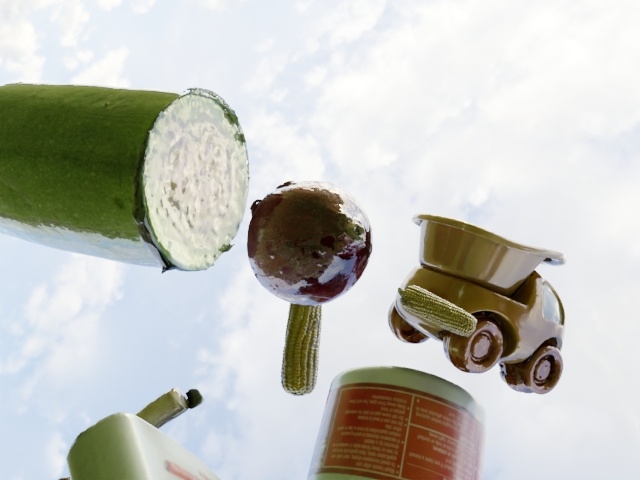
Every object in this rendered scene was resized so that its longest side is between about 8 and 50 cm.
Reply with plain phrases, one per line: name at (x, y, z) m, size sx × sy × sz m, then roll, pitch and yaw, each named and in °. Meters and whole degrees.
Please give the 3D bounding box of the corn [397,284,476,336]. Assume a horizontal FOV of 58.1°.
corn at (0.112, 0.068, 0.564) m, size 0.083 × 0.028 × 0.027 m, roll 27°, pitch -106°, yaw 15°

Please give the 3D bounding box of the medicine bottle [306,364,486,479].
medicine bottle at (0.112, 0.344, 0.862) m, size 0.252 × 0.252 × 0.241 m, roll -9°, pitch -132°, yaw 33°

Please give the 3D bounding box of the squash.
squash at (-0.316, -0.102, 0.872) m, size 0.384 × 0.263 × 0.263 m, roll 9°, pitch -112°, yaw 28°

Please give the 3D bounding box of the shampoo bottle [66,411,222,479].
shampoo bottle at (-0.061, 0.238, 0.306) m, size 0.071 × 0.153 × 0.284 m, roll -34°, pitch -140°, yaw -6°

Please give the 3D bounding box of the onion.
onion at (0.000, 0.000, 0.694) m, size 0.194 × 0.159 × 0.160 m, roll -12°, pitch -127°, yaw 57°

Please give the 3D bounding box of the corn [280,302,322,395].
corn at (-0.036, 0.198, 1.172) m, size 0.080 × 0.080 × 0.231 m, roll -1°, pitch -101°, yaw 37°

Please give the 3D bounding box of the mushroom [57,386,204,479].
mushroom at (-0.197, 0.217, 0.581) m, size 0.187 × 0.060 × 0.061 m, roll -46°, pitch -166°, yaw -2°

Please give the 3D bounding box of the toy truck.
toy truck at (0.240, 0.093, 0.872) m, size 0.204 × 0.287 × 0.212 m, roll 19°, pitch -91°, yaw 62°
